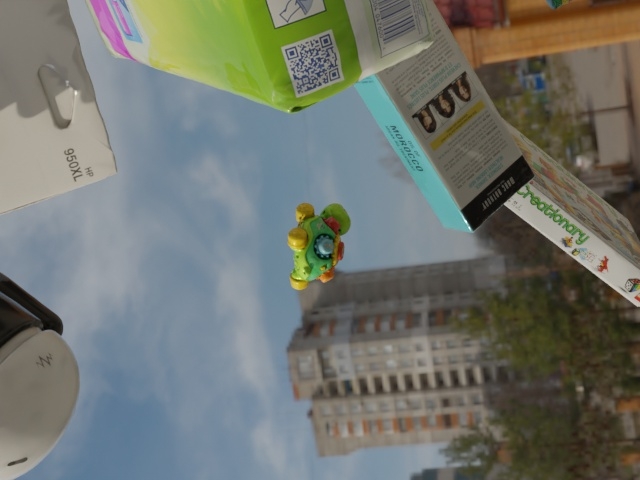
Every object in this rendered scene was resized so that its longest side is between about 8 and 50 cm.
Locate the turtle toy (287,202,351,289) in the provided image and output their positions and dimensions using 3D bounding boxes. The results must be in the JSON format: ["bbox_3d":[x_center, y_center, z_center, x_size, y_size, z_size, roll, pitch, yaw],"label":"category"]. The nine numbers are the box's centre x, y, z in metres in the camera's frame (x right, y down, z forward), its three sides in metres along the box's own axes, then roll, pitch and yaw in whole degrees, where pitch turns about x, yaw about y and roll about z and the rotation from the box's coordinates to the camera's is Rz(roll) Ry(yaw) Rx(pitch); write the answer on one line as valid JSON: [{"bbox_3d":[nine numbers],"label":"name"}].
[{"bbox_3d":[0.000,0.000,1.247,0.130,0.066,0.095,-73,-14,-46],"label":"turtle toy"}]

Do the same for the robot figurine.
[{"bbox_3d":[-0.370,0.118,0.949,0.209,0.278,0.173,-56,-6,-13],"label":"robot figurine"}]

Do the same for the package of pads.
[{"bbox_3d":[-0.073,-0.203,0.500,0.296,0.101,0.229,28,140,58],"label":"package of pads"}]

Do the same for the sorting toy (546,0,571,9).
[{"bbox_3d":[0.223,-0.327,0.914,0.274,0.046,0.132,41,-155,-78],"label":"sorting toy"}]

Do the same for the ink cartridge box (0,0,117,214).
[{"bbox_3d":[-0.398,-0.268,1.153,0.285,0.166,0.395,82,161,-48],"label":"ink cartridge box"}]

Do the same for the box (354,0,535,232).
[{"bbox_3d":[0.118,-0.134,1.012,0.244,0.100,0.060,56,163,-20],"label":"box"}]

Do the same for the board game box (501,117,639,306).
[{"bbox_3d":[0.372,-0.045,1.457,0.305,0.053,0.193,34,-154,-22],"label":"board game box"}]
